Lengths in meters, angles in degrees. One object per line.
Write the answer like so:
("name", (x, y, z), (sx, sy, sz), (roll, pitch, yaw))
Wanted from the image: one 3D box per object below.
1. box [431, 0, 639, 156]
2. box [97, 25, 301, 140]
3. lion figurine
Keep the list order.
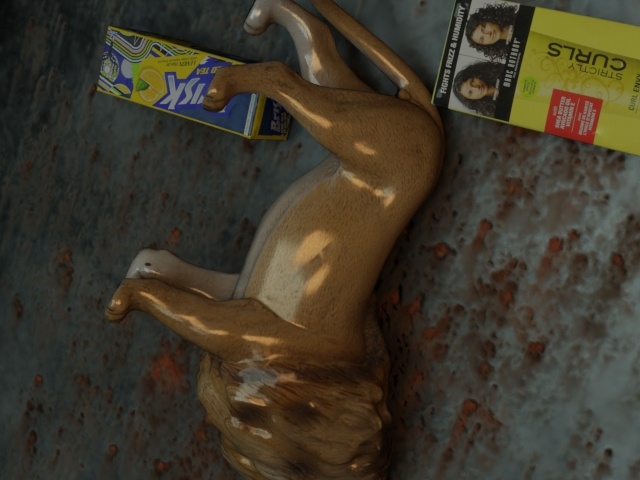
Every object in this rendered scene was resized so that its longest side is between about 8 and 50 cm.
("box", (0.194, -0.104, 0.847), (0.232, 0.058, 0.087), (19, 102, 30))
("box", (-0.102, -0.130, 1.040), (0.169, 0.054, 0.059), (19, 103, 30))
("lion figurine", (0.000, 0.000, 0.927), (0.240, 0.142, 0.392), (24, 100, -5))
